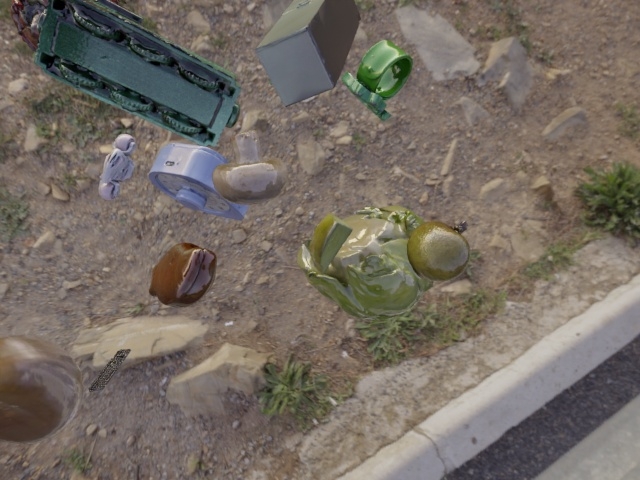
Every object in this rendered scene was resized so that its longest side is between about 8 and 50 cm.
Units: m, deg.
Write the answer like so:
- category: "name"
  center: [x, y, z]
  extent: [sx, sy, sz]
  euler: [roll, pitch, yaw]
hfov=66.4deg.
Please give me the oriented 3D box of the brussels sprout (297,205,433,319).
- category: "brussels sprout"
  center: [0.172, 0.095, 1.589]
  extent: [0.342, 0.426, 0.361]
  euler: [-77, 150, -49]

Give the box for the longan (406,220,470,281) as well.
- category: "longan"
  center: [0.293, 0.018, 1.194]
  extent: [0.155, 0.145, 0.176]
  euler: [41, 97, 13]

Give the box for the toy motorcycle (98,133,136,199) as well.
- category: "toy motorcycle"
  center: [-0.751, -0.271, 1.793]
  extent: [0.113, 0.112, 0.254]
  euler: [18, 89, -16]

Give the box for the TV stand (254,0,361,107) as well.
- category: "TV stand"
  center: [-0.006, -0.308, 0.722]
  extent: [0.088, 0.083, 0.269]
  euler: [58, 30, -33]

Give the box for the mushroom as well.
- category: "mushroom"
  center: [-0.189, -0.195, 1.309]
  extent: [0.204, 0.204, 0.204]
  euler: [3, 82, -19]

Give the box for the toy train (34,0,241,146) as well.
- category: "toy train"
  center: [-0.286, -0.295, 0.824]
  extent: [0.330, 0.178, 0.138]
  euler: [23, 118, -17]

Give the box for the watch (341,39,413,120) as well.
- category: "watch"
  center: [0.145, -0.395, 1.182]
  extent: [0.131, 0.165, 0.152]
  euler: [45, 104, 23]

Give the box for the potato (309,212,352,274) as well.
- category: "potato"
  center: [0.000, 0.000, 1.240]
  extent: [0.081, 0.120, 0.149]
  euler: [35, 94, 23]

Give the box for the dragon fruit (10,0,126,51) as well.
- category: "dragon fruit"
  center: [-0.609, -0.537, 1.190]
  extent: [0.245, 0.298, 0.244]
  euler: [-1, 122, -2]

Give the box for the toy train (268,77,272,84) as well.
- category: "toy train"
  center: [-0.070, -0.515, 1.472]
  extent: [0.120, 0.298, 0.194]
  euler: [-24, 102, -22]

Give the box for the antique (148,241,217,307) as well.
- category: "antique"
  center: [-0.444, 0.112, 1.602]
  extent: [0.129, 0.278, 0.223]
  euler: [26, 49, -41]

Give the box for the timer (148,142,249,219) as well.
- category: "timer"
  center: [-0.479, -0.212, 1.879]
  extent: [0.395, 0.395, 0.173]
  euler: [23, 74, -15]

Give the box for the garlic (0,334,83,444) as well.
- category: "garlic"
  center: [-0.420, 0.212, 0.690]
  extent: [0.112, 0.318, 0.143]
  euler: [21, 70, 14]

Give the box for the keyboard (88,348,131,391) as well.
- category: "keyboard"
  center: [-0.725, 0.444, 1.691]
  extent: [0.060, 0.195, 0.018]
  euler: [-13, 116, 17]
